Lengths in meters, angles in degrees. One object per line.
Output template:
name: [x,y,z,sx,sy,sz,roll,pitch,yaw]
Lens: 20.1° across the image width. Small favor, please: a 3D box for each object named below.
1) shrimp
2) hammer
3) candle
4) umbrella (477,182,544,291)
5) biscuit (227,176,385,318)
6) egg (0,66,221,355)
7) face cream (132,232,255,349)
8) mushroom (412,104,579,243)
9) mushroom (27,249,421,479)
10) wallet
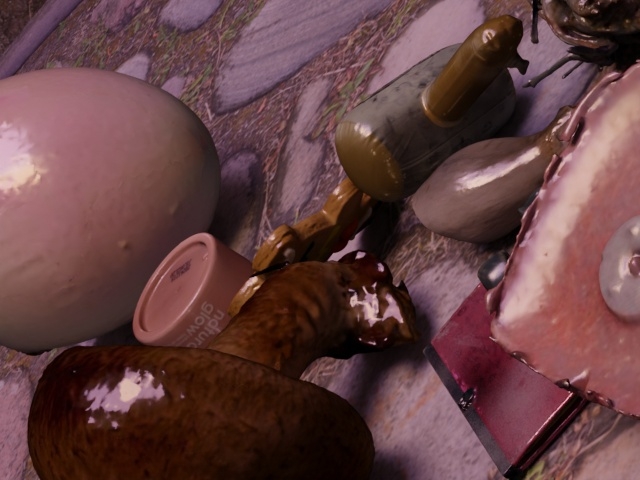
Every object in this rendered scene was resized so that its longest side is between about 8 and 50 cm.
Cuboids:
shrimp: [0.266,-0.225,1.767,0.372,0.137,0.172,-97,8,-66]
hammer: [0.135,-0.151,1.767,0.202,0.113,0.305,-39,-3,-23]
candle: [0.267,0.032,1.398,0.287,0.131,0.317,-35,46,34]
umbrella: [0.279,-0.068,1.565,0.349,0.094,0.143,-46,11,7]
biscuit: [0.001,0.001,1.912,0.240,0.035,0.158,-35,-17,-40]
egg: [-0.290,-0.062,2.270,0.340,0.354,0.354,-23,37,25]
face cream: [-0.132,0.079,2.079,0.149,0.104,0.149,-40,29,27]
mushroom: [0.187,-0.069,1.732,0.225,0.093,0.116,-34,10,45]
mushroom: [-0.087,0.148,1.696,0.356,0.334,0.331,-65,24,1]
wallet: [0.168,0.113,1.615,0.119,0.025,0.232,-49,26,9]
